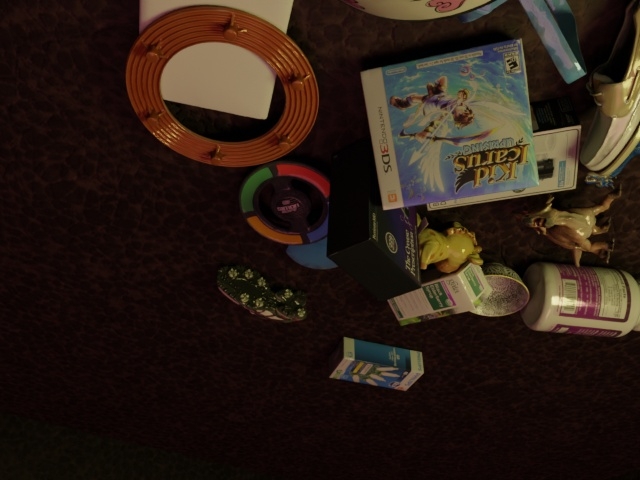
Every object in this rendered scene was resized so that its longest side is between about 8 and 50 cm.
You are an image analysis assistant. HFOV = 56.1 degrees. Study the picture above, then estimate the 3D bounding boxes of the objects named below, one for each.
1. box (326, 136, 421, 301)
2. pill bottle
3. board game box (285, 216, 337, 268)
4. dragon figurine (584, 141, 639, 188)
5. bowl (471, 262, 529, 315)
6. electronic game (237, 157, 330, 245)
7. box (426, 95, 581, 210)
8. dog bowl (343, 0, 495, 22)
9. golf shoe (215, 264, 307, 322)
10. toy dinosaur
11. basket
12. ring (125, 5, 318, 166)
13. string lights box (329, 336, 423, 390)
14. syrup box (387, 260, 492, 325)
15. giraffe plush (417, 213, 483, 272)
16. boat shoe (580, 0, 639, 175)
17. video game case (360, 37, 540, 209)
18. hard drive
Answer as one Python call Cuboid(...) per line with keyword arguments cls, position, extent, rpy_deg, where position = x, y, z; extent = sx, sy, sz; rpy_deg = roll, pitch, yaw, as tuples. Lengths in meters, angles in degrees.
Cuboid(cls="box", position=(0.106, -0.042, 1.173), extent=(0.103, 0.261, 0.184), rpy_deg=(-25, 134, 32))
Cuboid(cls="pill bottle", position=(0.656, 0.146, 1.456), extent=(0.301, 0.169, 0.169), rpy_deg=(6, 141, -4))
Cuboid(cls="board game box", position=(0.000, 0.000, 1.407), extent=(0.133, 0.033, 0.169), rpy_deg=(18, 135, -11))
Cuboid(cls="dragon figurine", position=(0.636, -0.182, 1.114), extent=(0.289, 0.085, 0.144), rpy_deg=(-12, 141, 24))
Cuboid(cls="bowl", position=(0.425, 0.108, 1.483), extent=(0.170, 0.080, 0.170), rpy_deg=(7, 140, 6))
Cuboid(cls="electronic game", position=(-0.063, -0.078, 1.284), extent=(0.229, 0.048, 0.229), rpy_deg=(4, 132, 5))
Cuboid(cls="box", position=(0.335, -0.161, 1.155), extent=(0.289, 0.087, 0.169), rpy_deg=(-7, 140, 12))
Cuboid(cls="dog bowl", position=(0.085, -0.436, 0.601), extent=(0.407, 0.150, 0.408), rpy_deg=(9, 111, 26))
Cuboid(cls="golf shoe", position=(-0.166, 0.156, 1.563), extent=(0.272, 0.105, 0.120), rpy_deg=(28, 142, -27))
Cuboid(cls="toy dinosaur", position=(0.516, -0.035, 1.282), extent=(0.200, 0.127, 0.296), rpy_deg=(6, 163, 20))
Cuboid(cls="basket", position=(0.263, -0.367, 0.785), extent=(0.201, 0.255, 0.289), rpy_deg=(-32, 111, 33))
Cuboid(cls="ring", position=(-0.170, -0.245, 1.046), extent=(0.336, 0.032, 0.337), rpy_deg=(0, 141, 0))
Cuboid(cls="string lights box", position=(0.169, 0.380, 1.839), extent=(0.259, 0.077, 0.133), rpy_deg=(13, 139, -13))
Cuboid(cls="syrup box", position=(0.278, 0.124, 1.438), extent=(0.236, 0.096, 0.093), rpy_deg=(-22, 99, 48))
Cuboid(cls="giraffe plush", position=(0.255, 0.012, 1.320), extent=(0.170, 0.182, 0.210), rpy_deg=(4, 160, -21))
Cuboid(cls="boat shoe", position=(0.498, -0.256, 0.996), extent=(0.103, 0.113, 0.302), rpy_deg=(12, 120, -6))
Cuboid(cls="video game case", position=(0.220, -0.193, 1.031), extent=(0.269, 0.061, 0.244), rpy_deg=(-9, 100, 13))
Cuboid(cls="hard drive", position=(-0.169, -0.362, 0.963), extent=(0.232, 0.047, 0.353), rpy_deg=(10, 140, -10))
